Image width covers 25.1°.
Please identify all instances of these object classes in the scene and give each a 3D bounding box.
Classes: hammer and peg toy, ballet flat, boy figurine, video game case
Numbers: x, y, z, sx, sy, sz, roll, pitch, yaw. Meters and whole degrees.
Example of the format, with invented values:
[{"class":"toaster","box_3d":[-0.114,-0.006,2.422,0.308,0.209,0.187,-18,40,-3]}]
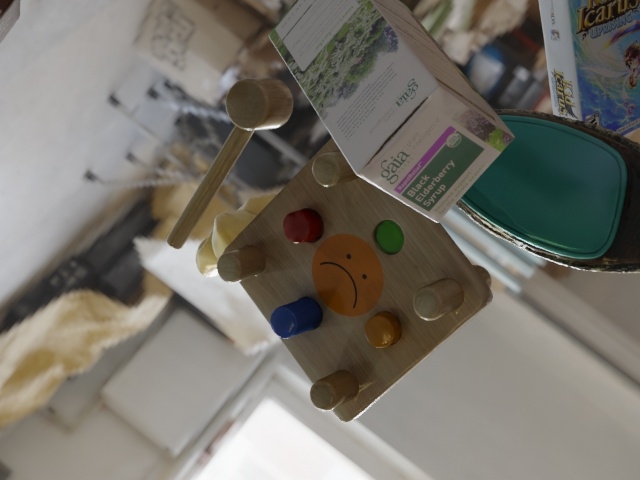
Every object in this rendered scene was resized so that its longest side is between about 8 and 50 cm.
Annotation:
[{"class":"hammer and peg toy","box_3d":[0.000,0.000,1.629,0.266,0.361,0.127,-46,165,32]},{"class":"ballet flat","box_3d":[0.369,-0.033,1.629,0.182,0.483,0.164,7,97,-65]},{"class":"boy figurine","box_3d":[-0.091,-0.006,1.956,0.177,0.092,0.285,-34,180,0]},{"class":"video game case","box_3d":[0.421,-0.278,1.978,0.270,0.061,0.244,-27,116,-31]}]

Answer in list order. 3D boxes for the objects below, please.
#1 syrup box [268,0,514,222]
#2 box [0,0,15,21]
[{"class":"syrup box","box_3d":[0.052,-0.127,1.164,0.093,0.096,0.237,-49,-141,16]},{"class":"box","box_3d":[-0.443,-0.266,1.589,0.143,0.191,0.381,-56,-168,-5]}]
